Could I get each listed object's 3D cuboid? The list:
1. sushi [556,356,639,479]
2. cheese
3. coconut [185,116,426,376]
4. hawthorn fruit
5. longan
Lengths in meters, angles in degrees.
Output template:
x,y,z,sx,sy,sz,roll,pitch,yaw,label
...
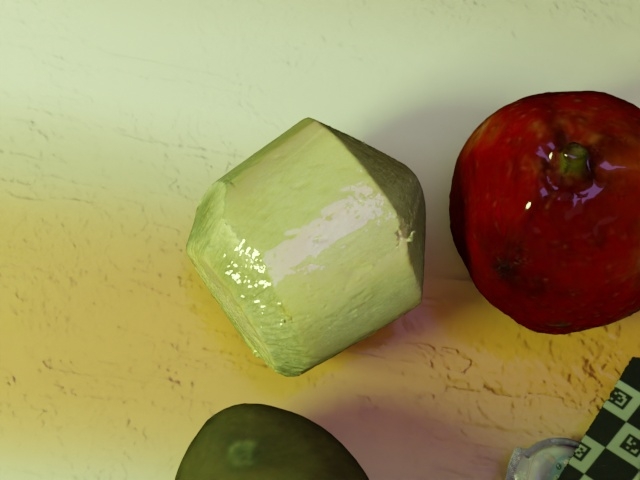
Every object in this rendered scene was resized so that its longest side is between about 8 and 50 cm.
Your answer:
x,y,z,sx,sy,sz,roll,pitch,yaw,label
0.370,0.252,1.902,0.192,0.050,0.215,28,54,18,sushi
0.288,0.274,1.913,0.191,0.042,0.105,20,74,-12,cheese
0.000,0.000,1.853,0.244,0.239,0.239,-35,84,-9,coconut
0.265,-0.040,1.844,0.265,0.307,0.265,0,74,0,hawthorn fruit
-0.045,0.282,1.783,0.248,0.248,0.248,1,78,-5,longan
